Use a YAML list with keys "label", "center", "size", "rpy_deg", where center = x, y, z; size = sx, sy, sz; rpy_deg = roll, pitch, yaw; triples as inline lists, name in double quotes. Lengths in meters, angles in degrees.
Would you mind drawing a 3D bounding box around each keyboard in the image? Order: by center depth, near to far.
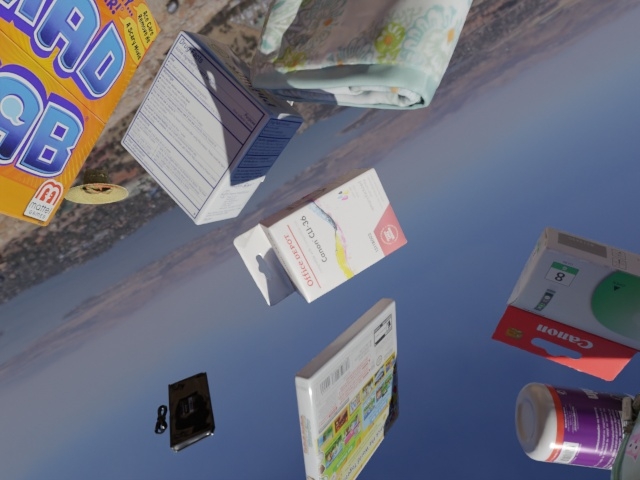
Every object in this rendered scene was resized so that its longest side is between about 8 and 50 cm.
- label: "keyboard"
  center: [-0.256, 0.320, 0.875]
  size: [0.108, 0.023, 0.180]
  rpy_deg: [-19, -157, -12]

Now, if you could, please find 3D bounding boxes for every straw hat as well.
- label: "straw hat"
  center: [-0.513, -0.134, 1.073]
  size: [0.144, 0.061, 0.144]
  rpy_deg: [-10, 171, -2]

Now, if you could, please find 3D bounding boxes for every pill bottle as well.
- label: "pill bottle"
  center: [0.662, 0.455, 1.141]
  size: [0.323, 0.181, 0.181]
  rpy_deg: [6, -174, 1]

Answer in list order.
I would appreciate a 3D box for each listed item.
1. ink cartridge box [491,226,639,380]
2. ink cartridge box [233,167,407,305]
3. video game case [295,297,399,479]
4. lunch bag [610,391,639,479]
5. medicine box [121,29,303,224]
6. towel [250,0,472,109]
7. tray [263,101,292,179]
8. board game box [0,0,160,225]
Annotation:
- label: "ink cartridge box"
  center: [0.343, 0.106, 0.613]
  size: [0.056, 0.181, 0.224]
  rpy_deg: [-54, 158, -47]
- label: "ink cartridge box"
  center: [0.000, 0.000, 0.615]
  size: [0.198, 0.115, 0.067]
  rpy_deg: [-31, -164, -12]
- label: "video game case"
  center: [0.048, 0.215, 0.635]
  size: [0.026, 0.206, 0.227]
  rpy_deg: [6, -160, 33]
- label: "lunch bag"
  center: [0.410, 0.230, 0.405]
  size: [0.224, 0.279, 0.108]
  rpy_deg: [-41, 156, -30]
- label: "medicine box"
  center: [-0.231, -0.229, 0.988]
  size: [0.289, 0.263, 0.149]
  rpy_deg: [-50, 167, 23]
- label: "towel"
  center: [0.059, -0.365, 0.708]
  size: [0.374, 0.320, 0.090]
  rpy_deg: [20, 180, 42]
- label: "tray"
  center: [-0.183, -0.318, 1.363]
  size: [0.030, 0.145, 0.270]
  rpy_deg: [7, 104, -85]
- label: "board game box"
  center: [-0.479, -0.275, 0.543]
  size: [0.356, 0.356, 0.356]
  rpy_deg: [100, 16, -81]
